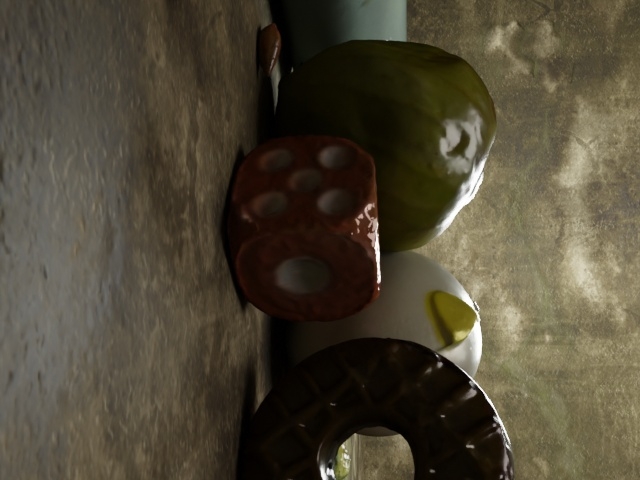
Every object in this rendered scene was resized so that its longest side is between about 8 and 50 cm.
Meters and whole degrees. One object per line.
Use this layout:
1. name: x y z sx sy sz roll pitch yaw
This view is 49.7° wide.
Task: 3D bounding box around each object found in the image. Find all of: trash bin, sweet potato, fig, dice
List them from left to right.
1. sweet potato: -0.073 -0.277 0.990 0.034 0.034 0.095 74 16 -64
2. dice: -0.014 -0.016 0.867 0.174 0.175 0.179 81 7 -45
3. trash bin: 0.041 -0.400 1.179 0.277 0.217 0.262 -51 155 -21
4. fig: 0.087 -0.151 1.066 0.343 0.343 0.343 -1 90 -83

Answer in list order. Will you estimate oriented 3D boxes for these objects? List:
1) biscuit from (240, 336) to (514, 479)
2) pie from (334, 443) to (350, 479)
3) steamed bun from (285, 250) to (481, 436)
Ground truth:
1. biscuit: 0.061 0.271 0.834 0.103 0.332 0.332 66 23 -59
2. pie: 0.013 0.372 1.444 0.277 0.079 0.277 -6 90 -86
3. steamed bun: 0.105 0.164 1.163 0.374 0.334 0.333 -45 134 -83
